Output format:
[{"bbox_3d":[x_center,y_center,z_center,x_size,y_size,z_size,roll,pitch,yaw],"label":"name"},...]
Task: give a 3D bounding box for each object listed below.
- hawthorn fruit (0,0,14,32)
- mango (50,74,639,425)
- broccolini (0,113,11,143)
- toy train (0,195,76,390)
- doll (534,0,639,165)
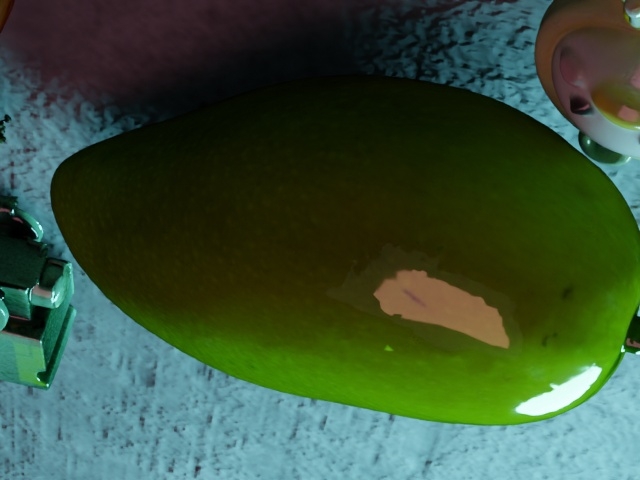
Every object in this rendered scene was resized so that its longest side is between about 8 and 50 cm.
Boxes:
[{"bbox_3d":[-0.247,-0.130,0.689,0.285,0.369,0.285,-2,174,0],"label":"hawthorn fruit"},{"bbox_3d":[0.000,0.000,0.915,0.343,0.156,0.192,6,146,32],"label":"mango"},{"bbox_3d":[-0.200,-0.111,0.935,0.067,0.058,0.216,17,143,5],"label":"broccolini"},{"bbox_3d":[-0.253,0.024,1.115,0.200,0.083,0.132,14,147,5],"label":"toy train"},{"bbox_3d":[0.157,-0.110,0.744,0.141,0.117,0.296,23,144,6],"label":"doll"}]
